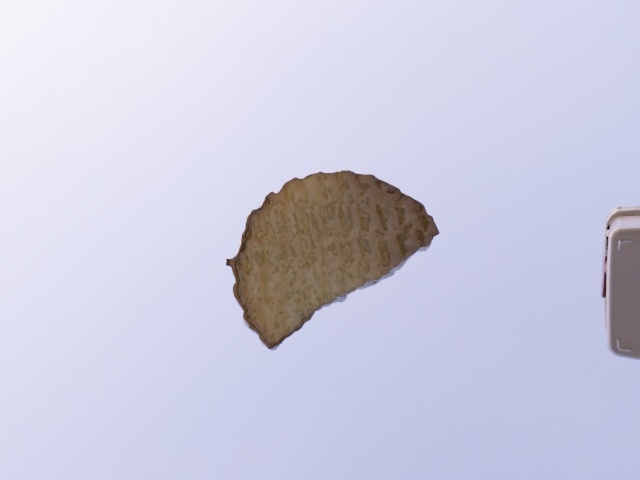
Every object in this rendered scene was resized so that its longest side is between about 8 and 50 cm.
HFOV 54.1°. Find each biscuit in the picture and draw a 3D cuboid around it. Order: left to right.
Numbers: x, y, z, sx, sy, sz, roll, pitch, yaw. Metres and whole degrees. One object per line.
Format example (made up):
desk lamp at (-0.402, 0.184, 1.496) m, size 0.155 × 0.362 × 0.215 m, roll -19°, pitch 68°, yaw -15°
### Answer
biscuit at (0.000, 0.000, 0.809) m, size 0.273 × 0.036 × 0.187 m, roll -30°, pitch -108°, yaw -9°

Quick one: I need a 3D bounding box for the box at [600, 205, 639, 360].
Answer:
box at (0.470, 0.060, 0.875) m, size 0.148 × 0.210 × 0.129 m, roll 2°, pitch -164°, yaw 28°
